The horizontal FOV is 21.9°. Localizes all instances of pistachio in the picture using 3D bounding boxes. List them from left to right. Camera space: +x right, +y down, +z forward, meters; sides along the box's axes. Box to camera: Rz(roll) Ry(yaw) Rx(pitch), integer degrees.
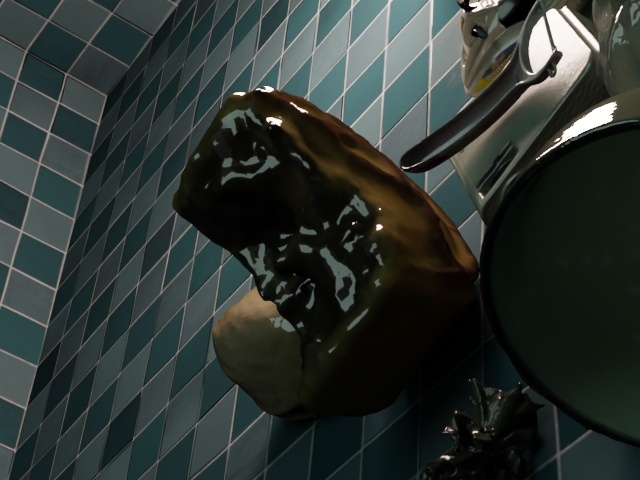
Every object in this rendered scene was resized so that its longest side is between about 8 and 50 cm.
[{"bbox_3d":[-0.049,0.155,2.319,0.288,0.166,0.197,0,87,62],"label":"pistachio"}]

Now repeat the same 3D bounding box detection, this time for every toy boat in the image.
[{"bbox_3d":[0.269,-0.316,2.219,0.269,0.141,0.141,-40,26,15],"label":"toy boat"}]

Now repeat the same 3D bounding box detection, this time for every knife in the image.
[{"bbox_3d":[0.198,-0.159,1.982,0.278,0.053,0.123,-46,30,35],"label":"knife"}]

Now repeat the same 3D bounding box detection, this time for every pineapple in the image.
[{"bbox_3d":[0.151,0.265,1.766,0.128,0.128,0.248,-16,44,62],"label":"pineapple"}]

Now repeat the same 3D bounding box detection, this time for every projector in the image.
[{"bbox_3d":[0.277,-0.138,2.002,0.250,0.108,0.198,-54,21,16],"label":"projector"}]

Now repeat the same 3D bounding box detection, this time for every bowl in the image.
[{"bbox_3d":[0.327,0.000,1.414,0.354,0.354,0.185,-44,11,39],"label":"bowl"}]

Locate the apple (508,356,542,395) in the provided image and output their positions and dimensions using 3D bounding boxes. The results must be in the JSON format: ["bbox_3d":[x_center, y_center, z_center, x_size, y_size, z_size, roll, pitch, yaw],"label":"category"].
[{"bbox_3d":[0.268,0.049,1.642,0.234,0.234,0.234,-49,24,30],"label":"apple"}]

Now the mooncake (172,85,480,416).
[{"bbox_3d":[0.000,0.000,2.066,0.246,0.394,0.393,-52,8,21],"label":"mooncake"}]

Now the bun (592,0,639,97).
[{"bbox_3d":[0.407,-0.264,1.731,0.354,0.194,0.354,-51,21,29],"label":"bun"}]
